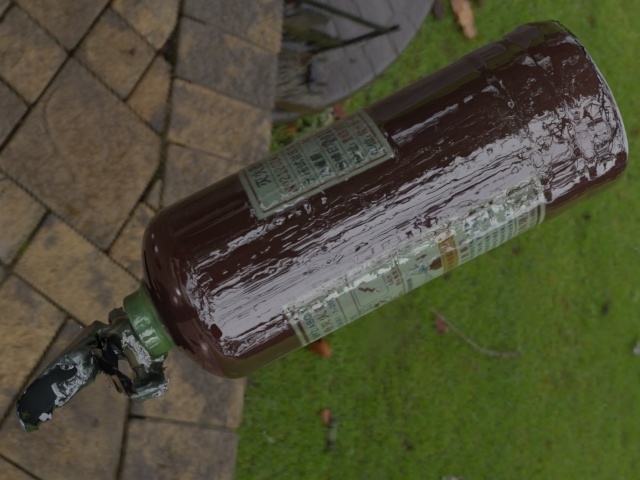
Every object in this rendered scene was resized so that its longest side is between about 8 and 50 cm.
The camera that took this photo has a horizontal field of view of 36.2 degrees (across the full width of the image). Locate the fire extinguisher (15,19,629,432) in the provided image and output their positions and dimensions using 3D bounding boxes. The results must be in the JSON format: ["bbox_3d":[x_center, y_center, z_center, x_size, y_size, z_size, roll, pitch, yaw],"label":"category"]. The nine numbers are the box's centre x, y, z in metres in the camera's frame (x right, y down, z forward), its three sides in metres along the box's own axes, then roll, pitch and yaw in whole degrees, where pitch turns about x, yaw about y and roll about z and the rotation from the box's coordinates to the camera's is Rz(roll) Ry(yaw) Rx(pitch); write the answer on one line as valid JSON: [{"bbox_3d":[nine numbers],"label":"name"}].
[{"bbox_3d":[0.000,0.000,0.351,0.231,0.099,0.071,-27,103,-6],"label":"fire extinguisher"}]
